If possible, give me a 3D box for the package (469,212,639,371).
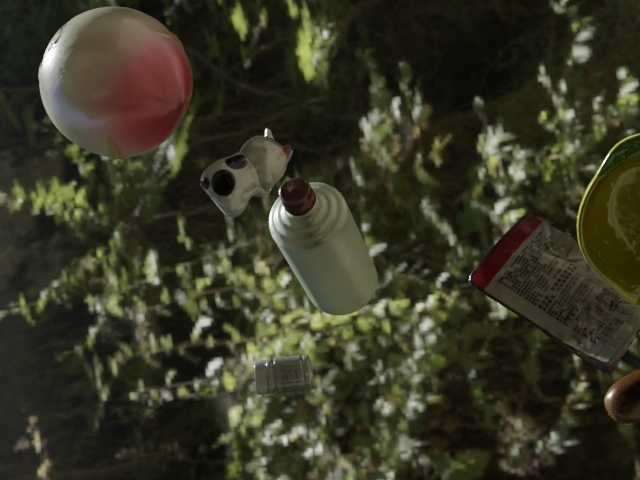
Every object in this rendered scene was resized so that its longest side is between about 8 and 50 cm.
[{"bbox_3d":[0.344,0.065,1.512,0.154,0.239,0.030,-46,-24,-19],"label":"package"}]

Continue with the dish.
[{"bbox_3d":[0.343,-0.037,1.133,0.080,0.148,0.208,-68,-18,-64],"label":"dish"}]

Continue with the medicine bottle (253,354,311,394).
[{"bbox_3d":[-0.062,0.221,1.783,0.058,0.091,0.058,174,90,-89],"label":"medicine bottle"}]

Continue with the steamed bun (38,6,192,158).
[{"bbox_3d":[-0.368,-0.295,2.089,0.309,0.309,0.309,-10,-90,-74],"label":"steamed bun"}]

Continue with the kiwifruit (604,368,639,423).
[{"bbox_3d":[0.519,0.249,1.754,0.075,0.124,0.075,56,-175,-8],"label":"kiwifruit"}]

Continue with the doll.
[{"bbox_3d":[-0.143,-0.127,2.072,0.110,0.180,0.107,45,161,35],"label":"doll"}]

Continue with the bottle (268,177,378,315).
[{"bbox_3d":[0.000,0.000,1.402,0.245,0.104,0.104,61,-156,-55],"label":"bottle"}]
